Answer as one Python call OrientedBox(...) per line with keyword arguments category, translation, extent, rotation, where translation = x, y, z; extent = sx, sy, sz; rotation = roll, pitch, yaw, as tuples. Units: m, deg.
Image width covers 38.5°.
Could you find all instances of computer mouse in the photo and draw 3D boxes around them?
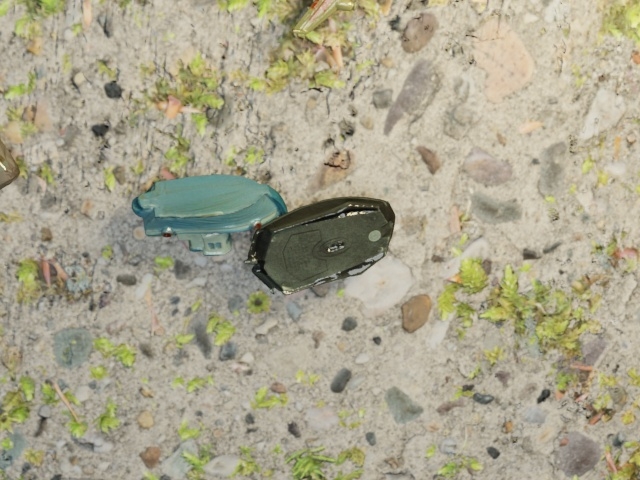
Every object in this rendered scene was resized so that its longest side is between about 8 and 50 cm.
OrientedBox(category="computer mouse", translation=(-0.001, -0.003, 1.317), extent=(0.231, 0.071, 0.126), rotation=(-19, 127, -8))

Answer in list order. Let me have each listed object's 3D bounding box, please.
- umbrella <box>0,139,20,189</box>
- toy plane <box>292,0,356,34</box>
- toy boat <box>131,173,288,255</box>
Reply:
OrientedBox(category="umbrella", translation=(-0.517, -0.208, 1.199), extent=(0.073, 0.067, 0.337), rotation=(-34, 106, -10))
OrientedBox(category="toy plane", translation=(0.030, -0.382, 1.207), extent=(0.244, 0.092, 0.229), rotation=(6, 103, -10))
OrientedBox(category="toy boat", translation=(-0.153, -0.034, 1.299), extent=(0.215, 0.088, 0.102), rotation=(-7, 141, -6))
